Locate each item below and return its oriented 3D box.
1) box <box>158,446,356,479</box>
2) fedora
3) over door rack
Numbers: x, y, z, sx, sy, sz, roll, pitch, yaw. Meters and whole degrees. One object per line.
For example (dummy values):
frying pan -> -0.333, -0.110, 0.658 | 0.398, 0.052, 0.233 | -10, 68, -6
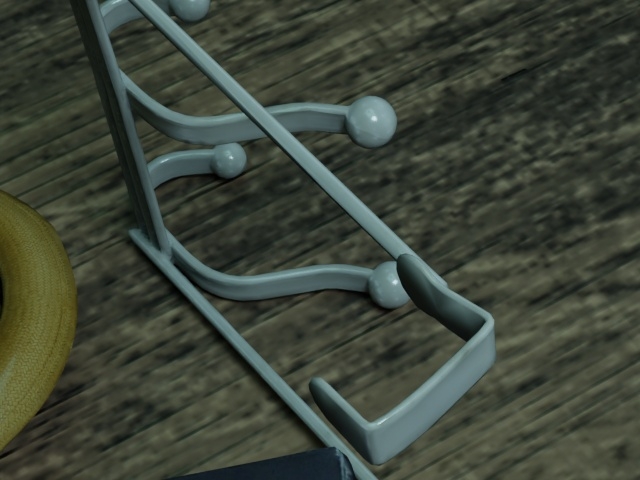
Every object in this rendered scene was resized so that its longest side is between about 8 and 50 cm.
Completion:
box -> -0.128, 0.253, 0.513 | 0.343, 0.179, 0.312 | -11, 40, 5
fedora -> -0.190, 0.058, 0.803 | 0.194, 0.079, 0.194 | -5, 52, 7
over door rack -> 0.000, 0.000, 0.741 | 0.108, 0.239, 0.324 | -25, 52, -10
